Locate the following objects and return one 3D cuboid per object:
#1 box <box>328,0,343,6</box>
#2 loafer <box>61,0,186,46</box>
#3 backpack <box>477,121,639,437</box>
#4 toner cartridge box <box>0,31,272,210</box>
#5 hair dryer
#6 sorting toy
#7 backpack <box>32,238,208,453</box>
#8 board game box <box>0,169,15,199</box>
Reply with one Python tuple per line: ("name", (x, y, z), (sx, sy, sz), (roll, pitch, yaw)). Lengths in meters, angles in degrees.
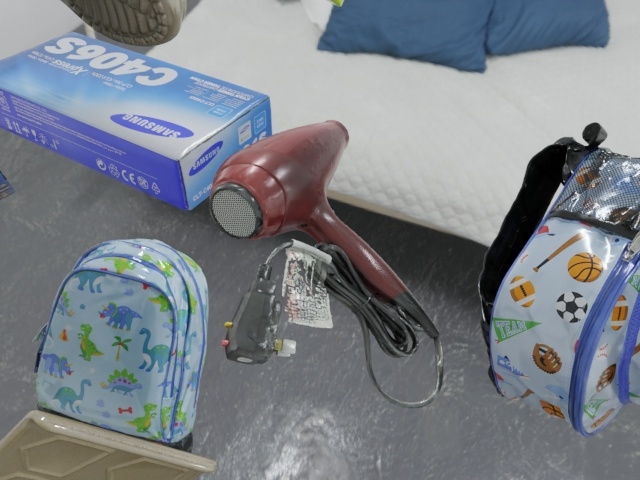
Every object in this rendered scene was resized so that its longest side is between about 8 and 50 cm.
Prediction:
("box", (-0.011, -0.196, 0.258), (0.042, 0.109, 0.178), (35, 14, 19))
("loafer", (-0.232, -0.285, 0.560), (0.269, 0.101, 0.092), (32, 55, 14))
("backpack", (0.297, 0.070, 0.586), (0.263, 0.276, 0.213), (-44, 39, -15))
("toner cartridge box", (-0.249, -0.164, 0.704), (0.348, 0.075, 0.165), (23, 47, 22))
("hair dryer", (0.000, 0.000, 0.511), (0.224, 0.080, 0.293), (23, 51, -37))
("sorting toy", (-0.298, 0.240, 0.602), (0.307, 0.229, 0.041), (32, 33, -33))
("backpack", (-0.324, 0.171, 0.950), (0.291, 0.273, 0.355), (17, 82, 8))
("board game box", (-0.619, -0.185, 0.956), (0.042, 0.165, 0.243), (-36, 102, -22))
